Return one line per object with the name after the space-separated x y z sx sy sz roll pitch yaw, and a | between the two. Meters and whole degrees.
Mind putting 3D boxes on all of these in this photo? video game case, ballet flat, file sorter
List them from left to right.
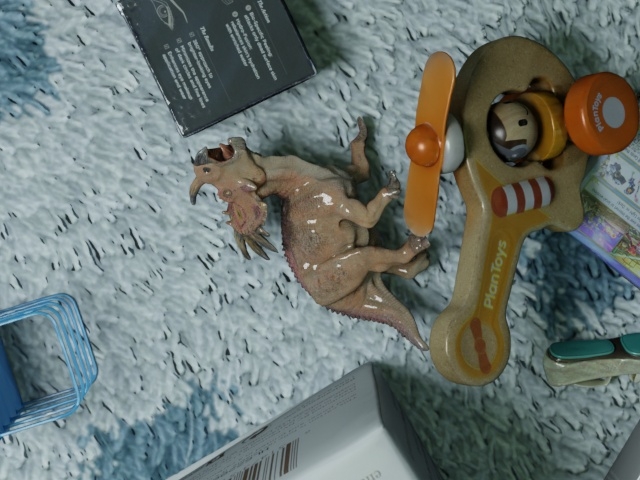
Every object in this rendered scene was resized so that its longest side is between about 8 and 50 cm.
-0.302 0.125 1.371 0.104 0.170 0.118 -18 95 -2 | file sorter
0.328 0.133 1.448 0.168 0.057 0.052 -4 118 5 | ballet flat
0.422 -0.041 1.422 0.269 0.061 0.244 38 92 -4 | video game case

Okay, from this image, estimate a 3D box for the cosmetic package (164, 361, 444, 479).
0.017 0.392 1.323 0.329 0.327 0.394 -30 94 2 | cosmetic package

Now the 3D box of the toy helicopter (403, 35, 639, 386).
0.165 -0.035 1.300 0.235 0.140 0.355 21 77 -32 | toy helicopter

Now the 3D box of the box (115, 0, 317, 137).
-0.105 -0.210 1.381 0.158 0.093 0.156 -25 95 2 | box

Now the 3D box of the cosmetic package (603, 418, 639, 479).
0.394 0.258 1.431 0.127 0.107 0.238 31 91 -4 | cosmetic package

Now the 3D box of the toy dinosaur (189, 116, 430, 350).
0.000 0.000 1.390 0.200 0.127 0.296 -27 99 1 | toy dinosaur
